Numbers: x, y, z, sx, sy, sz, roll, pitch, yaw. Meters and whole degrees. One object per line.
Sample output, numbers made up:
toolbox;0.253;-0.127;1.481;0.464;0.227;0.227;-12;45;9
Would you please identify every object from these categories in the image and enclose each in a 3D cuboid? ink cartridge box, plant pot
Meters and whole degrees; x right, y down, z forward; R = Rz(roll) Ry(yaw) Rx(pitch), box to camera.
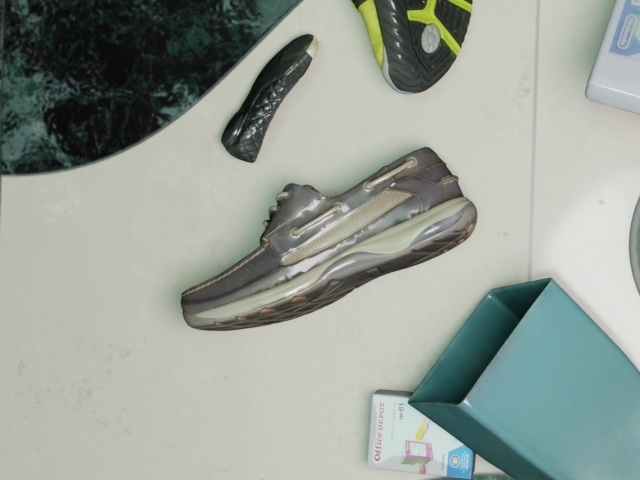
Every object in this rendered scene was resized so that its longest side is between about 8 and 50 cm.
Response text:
ink cartridge box;0.118;0.223;1.362;0.122;0.052;0.088;4;91;13
plant pot;0.252;0.182;1.262;0.234;0.165;0.165;40;75;-7

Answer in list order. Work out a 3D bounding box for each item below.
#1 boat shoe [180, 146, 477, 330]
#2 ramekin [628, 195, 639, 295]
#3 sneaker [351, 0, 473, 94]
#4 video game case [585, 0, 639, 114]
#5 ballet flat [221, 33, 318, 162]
boat shoe;0.000;0.000;1.360;0.355;0.132;0.130;-22;76;2
ramekin;0.472;0.006;1.245;0.277;0.135;0.277;0;91;12
sneaker;0.065;-0.356;1.347;0.147;0.145;0.384;-5;99;49
video game case;0.463;-0.243;1.223;0.300;0.036;0.329;18;66;11
ballet flat;-0.056;-0.171;1.407;0.049;0.057;0.173;31;100;-31
